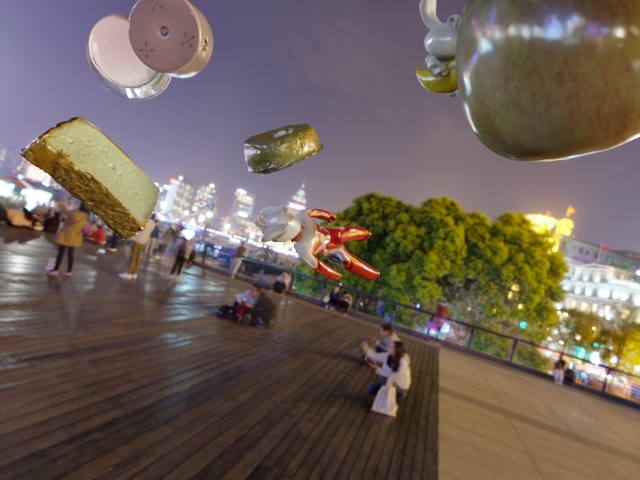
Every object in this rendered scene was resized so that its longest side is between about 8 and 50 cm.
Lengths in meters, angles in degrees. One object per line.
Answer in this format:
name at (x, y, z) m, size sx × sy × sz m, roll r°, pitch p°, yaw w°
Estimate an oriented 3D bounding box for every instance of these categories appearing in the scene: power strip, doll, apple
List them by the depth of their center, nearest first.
apple at (0.294, -0.228, 0.491) m, size 0.257 × 0.234 × 0.257 m, roll -17°, pitch 16°, yaw 5°
power strip at (-0.296, -0.410, 0.820) m, size 0.154 × 0.154 × 0.078 m, roll 16°, pitch 14°, yaw -1°
doll at (0.000, 0.000, 1.026) m, size 0.384 × 0.188 × 0.099 m, roll 21°, pitch -39°, yaw -40°
doll at (0.359, -0.526, 1.126) m, size 0.111 × 0.237 × 0.252 m, roll -26°, pitch 50°, yaw -27°

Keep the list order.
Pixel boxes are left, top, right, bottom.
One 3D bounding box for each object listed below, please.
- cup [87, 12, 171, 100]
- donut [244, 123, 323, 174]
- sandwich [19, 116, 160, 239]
cup at (-0.566, -0.548, 1.214) m, size 0.253 × 0.253 × 0.274 m, roll 18°, pitch 10°, yaw -27°
donut at (-0.127, -0.296, 1.285) m, size 0.272 × 0.107 × 0.272 m, roll -17°, pitch 23°, yaw 8°
sandwich at (-0.477, -0.138, 0.881) m, size 0.251 × 0.087 × 0.226 m, roll 51°, pitch 12°, yaw -30°
